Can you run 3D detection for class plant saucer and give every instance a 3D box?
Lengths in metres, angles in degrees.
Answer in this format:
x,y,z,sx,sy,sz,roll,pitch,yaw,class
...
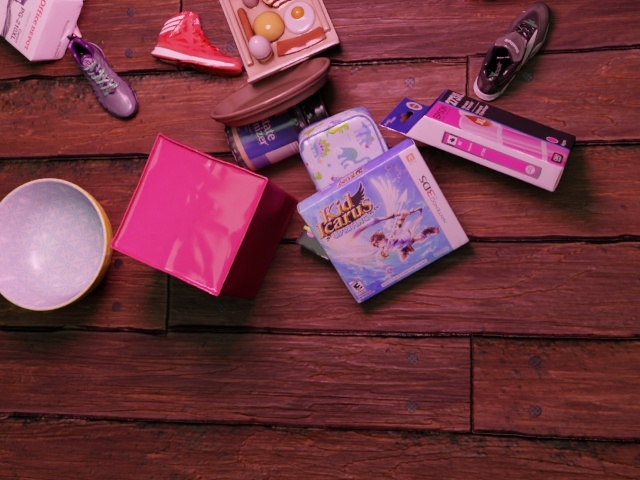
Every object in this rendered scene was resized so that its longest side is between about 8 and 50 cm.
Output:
x,y,z,sx,sy,sz,roll,pitch,yaw,class
-0.102,-0.309,1.638,0.278,0.278,0.041,-21,111,8,plant saucer

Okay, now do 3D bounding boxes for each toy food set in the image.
x,y,z,sx,sy,sz,roll,pitch,yaw,class
-0.110,-0.519,1.724,0.220,0.092,0.306,-23,77,8,toy food set

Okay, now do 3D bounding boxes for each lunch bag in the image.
x,y,z,sx,sy,sz,roll,pitch,yaw,class
0.066,-0.157,1.620,0.176,0.090,0.219,-24,112,7,lunch bag

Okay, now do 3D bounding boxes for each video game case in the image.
x,y,z,sx,sy,sz,roll,pitch,yaw,class
0.129,-0.036,1.593,0.270,0.061,0.244,-31,109,7,video game case

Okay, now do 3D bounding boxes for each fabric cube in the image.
x,y,z,sx,sy,sz,roll,pitch,yaw,class
-0.234,-0.040,1.622,0.259,0.258,0.254,24,90,13,fabric cube

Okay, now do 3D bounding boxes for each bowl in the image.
x,y,z,sx,sy,sz,roll,pitch,yaw,class
-0.579,0.014,1.736,0.290,0.156,0.289,-1,85,11,bowl

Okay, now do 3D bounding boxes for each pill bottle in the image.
x,y,z,sx,sy,sz,roll,pitch,yaw,class
-0.085,-0.239,1.681,0.219,0.123,0.122,-22,80,8,pill bottle

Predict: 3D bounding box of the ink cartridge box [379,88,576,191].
x,y,z,sx,sy,sz,roll,pitch,yaw,class
0.320,-0.221,1.575,0.371,0.175,0.069,21,125,14,ink cartridge box

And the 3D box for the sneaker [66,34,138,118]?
x,y,z,sx,sy,sz,roll,pitch,yaw,class
-0.512,-0.375,1.792,0.083,0.098,0.223,-41,78,5,sneaker

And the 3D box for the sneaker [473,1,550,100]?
x,y,z,sx,sy,sz,roll,pitch,yaw,class
0.403,-0.401,1.609,0.078,0.106,0.234,36,92,12,sneaker

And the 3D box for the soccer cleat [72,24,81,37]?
x,y,z,sx,sy,sz,roll,pitch,yaw,class
-0.595,-0.519,1.859,0.035,0.029,0.083,-45,73,8,soccer cleat

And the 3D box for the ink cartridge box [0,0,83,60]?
x,y,z,sx,sy,sz,roll,pitch,yaw,class
-0.693,-0.557,1.817,0.237,0.100,0.172,40,119,12,ink cartridge box

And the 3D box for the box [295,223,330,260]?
x,y,z,sx,sy,sz,roll,pitch,yaw,class
0.000,0.000,1.676,0.083,0.052,0.062,28,90,11,box

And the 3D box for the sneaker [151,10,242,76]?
x,y,z,sx,sy,sz,roll,pitch,yaw,class
-0.271,-0.453,1.760,0.221,0.087,0.128,14,89,11,sneaker
